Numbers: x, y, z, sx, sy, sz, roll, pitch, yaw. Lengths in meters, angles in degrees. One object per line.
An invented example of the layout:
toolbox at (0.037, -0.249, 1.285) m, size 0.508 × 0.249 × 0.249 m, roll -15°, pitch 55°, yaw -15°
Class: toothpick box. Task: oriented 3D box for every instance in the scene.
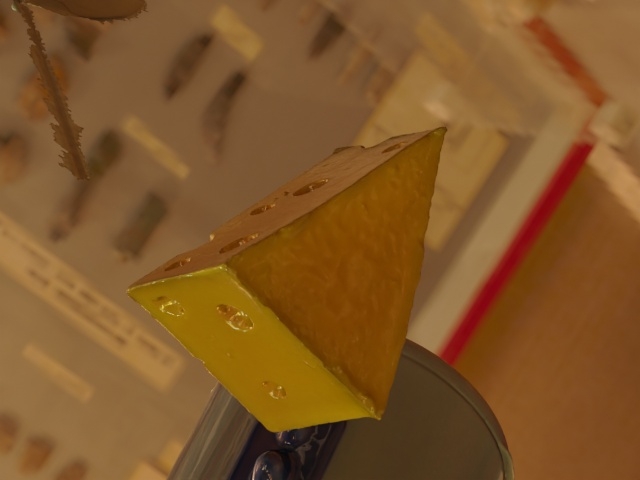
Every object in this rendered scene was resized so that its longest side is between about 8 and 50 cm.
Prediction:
toothpick box at (-0.026, 0.242, 1.299) m, size 0.263 × 0.355 × 0.263 m, roll 14°, pitch 136°, yaw 15°

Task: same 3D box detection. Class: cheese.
cheese at (0.000, 0.000, 1.016) m, size 0.093 × 0.171 × 0.126 m, roll -13°, pitch 128°, yaw 49°

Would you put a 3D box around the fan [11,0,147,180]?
fan at (-0.148, -0.124, 0.879) m, size 0.190 × 0.009 × 0.329 m, roll 19°, pitch -150°, yaw -36°
